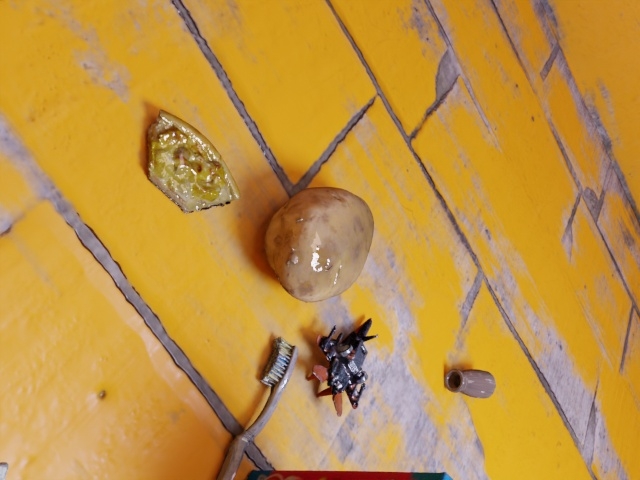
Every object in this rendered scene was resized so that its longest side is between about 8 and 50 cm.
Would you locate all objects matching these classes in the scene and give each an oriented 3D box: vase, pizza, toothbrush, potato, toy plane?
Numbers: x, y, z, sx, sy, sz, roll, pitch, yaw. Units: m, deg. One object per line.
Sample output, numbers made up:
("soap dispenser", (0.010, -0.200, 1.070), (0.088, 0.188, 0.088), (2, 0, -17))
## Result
("vase", (0.276, 0.264, 1.228), (0.100, 0.053, 0.053), (16, 67, -40))
("pizza", (-0.165, -0.093, 0.853), (0.160, 0.035, 0.099), (48, 48, -28))
("toothbrush", (-0.115, 0.291, 0.799), (0.042, 0.035, 0.414), (35, 52, -12))
("potato", (-0.001, -0.005, 0.954), (0.235, 0.128, 0.161), (-60, 138, -44))
("toy plane", (0.048, 0.169, 0.993), (0.189, 0.061, 0.130), (-44, 111, -45))

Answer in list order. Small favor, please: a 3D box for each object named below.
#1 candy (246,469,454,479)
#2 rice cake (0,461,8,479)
("candy", (0.013, 0.340, 0.721), (0.100, 0.305, 0.157), (51, 47, -22))
("rice cake", (-0.372, 0.226, 0.527), (0.211, 0.038, 0.124), (28, 59, -40))
